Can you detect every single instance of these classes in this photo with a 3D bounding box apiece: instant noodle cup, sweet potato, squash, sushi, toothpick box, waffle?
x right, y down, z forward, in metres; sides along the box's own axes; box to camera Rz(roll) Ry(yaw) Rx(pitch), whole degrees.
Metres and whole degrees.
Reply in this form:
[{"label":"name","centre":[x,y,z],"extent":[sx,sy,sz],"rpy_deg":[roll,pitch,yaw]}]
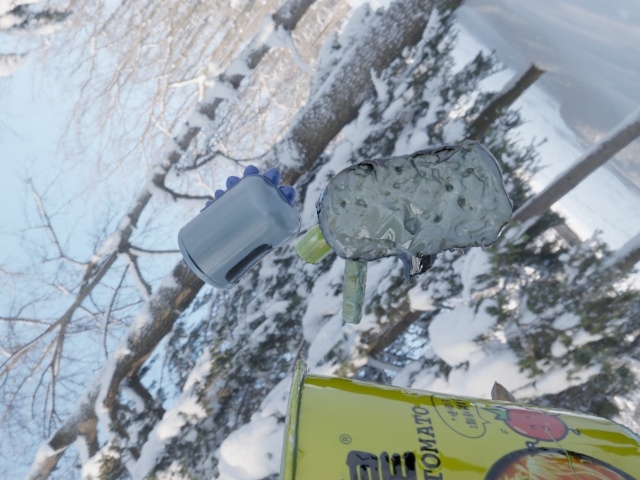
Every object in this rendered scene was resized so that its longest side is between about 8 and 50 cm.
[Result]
[{"label":"instant noodle cup","centre":[0.101,0.256,0.381],"extent":[0.254,0.325,0.325],"rpy_deg":[1,-155,1]},{"label":"sweet potato","centre":[0.547,0.486,1.458],"extent":[0.226,0.068,0.068],"rpy_deg":[47,-161,-6]},{"label":"squash","centre":[0.000,0.000,1.854],"extent":[0.123,0.187,0.123],"rpy_deg":[20,-129,-26]},{"label":"sushi","centre":[0.165,-0.045,0.940],"extent":[0.207,0.349,0.234],"rpy_deg":[-27,-69,-88]},{"label":"toothpick box","centre":[-0.221,-0.054,1.493],"extent":[0.263,0.355,0.263],"rpy_deg":[50,-167,-16]},{"label":"waffle","centre":[0.090,0.045,1.240],"extent":[0.056,0.309,0.292],"rpy_deg":[7,-164,5]}]
